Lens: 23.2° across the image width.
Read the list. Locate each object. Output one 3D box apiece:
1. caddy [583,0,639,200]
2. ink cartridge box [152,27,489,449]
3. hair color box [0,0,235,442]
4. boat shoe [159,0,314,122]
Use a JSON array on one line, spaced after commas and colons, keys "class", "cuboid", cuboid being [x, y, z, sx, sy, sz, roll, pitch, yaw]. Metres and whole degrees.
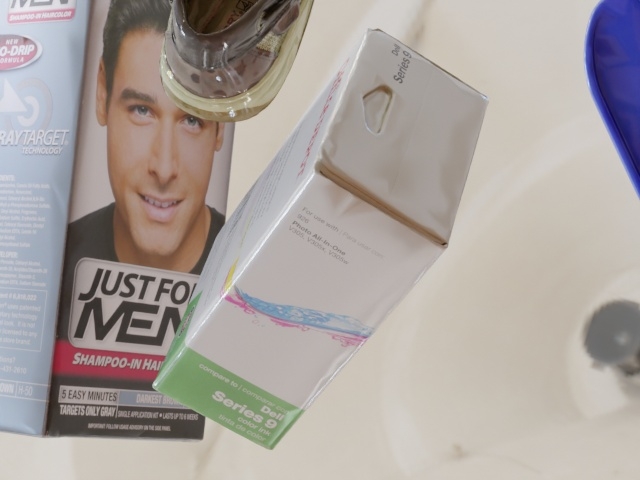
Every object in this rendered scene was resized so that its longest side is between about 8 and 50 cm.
[{"class": "caddy", "cuboid": [0.401, -0.134, 1.510, 0.179, 0.241, 0.341, -5, -110, -67]}, {"class": "ink cartridge box", "cuboid": [0.000, 0.000, 0.937, 0.093, 0.212, 0.154, 29, -141, -8]}, {"class": "hair color box", "cuboid": [-0.175, -0.029, 1.270, 0.185, 0.113, 0.374, 11, -98, -53]}, {"class": "boat shoe", "cuboid": [-0.021, -0.165, 0.739, 0.080, 0.073, 0.224, 17, -112, 0]}]
